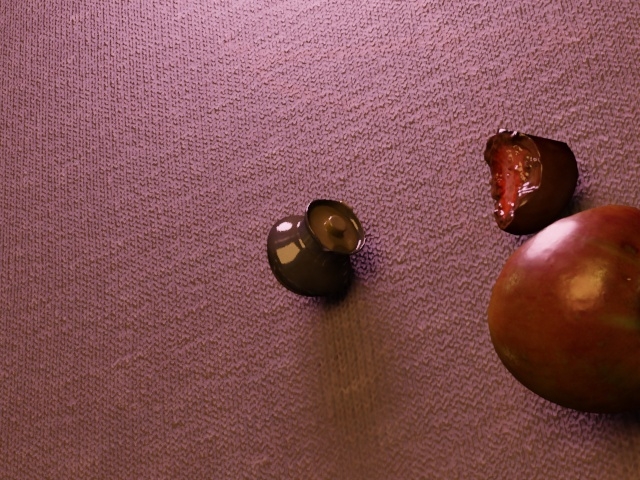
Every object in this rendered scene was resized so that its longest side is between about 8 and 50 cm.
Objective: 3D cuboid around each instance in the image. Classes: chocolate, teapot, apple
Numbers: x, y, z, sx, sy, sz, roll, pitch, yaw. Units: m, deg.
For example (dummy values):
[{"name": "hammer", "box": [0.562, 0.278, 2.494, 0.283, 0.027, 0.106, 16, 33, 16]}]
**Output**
[{"name": "chocolate", "box": [0.268, -0.073, 1.988, 0.127, 0.124, 0.133, 15, 98, 6]}, {"name": "teapot", "box": [0.000, 0.000, 2.119, 0.119, 0.130, 0.165, -48, 8, 40]}, {"name": "apple", "box": [0.318, 0.078, 1.777, 0.226, 0.246, 0.246, 7, 66, 49]}]
